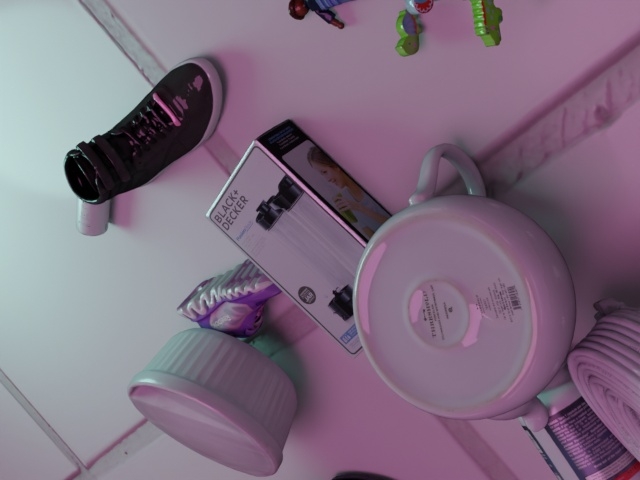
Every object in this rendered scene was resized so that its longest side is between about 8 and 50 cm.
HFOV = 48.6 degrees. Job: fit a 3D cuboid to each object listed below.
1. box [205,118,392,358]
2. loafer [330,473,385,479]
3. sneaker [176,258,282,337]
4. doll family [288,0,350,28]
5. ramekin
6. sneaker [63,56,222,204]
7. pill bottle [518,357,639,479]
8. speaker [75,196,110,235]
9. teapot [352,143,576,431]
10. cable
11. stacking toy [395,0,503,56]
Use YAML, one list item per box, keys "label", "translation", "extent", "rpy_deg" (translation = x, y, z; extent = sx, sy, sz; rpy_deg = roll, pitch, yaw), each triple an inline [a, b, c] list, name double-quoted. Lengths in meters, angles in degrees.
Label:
- label: "box"
  translation: [0.000, 0.000, 0.955]
  extent: [0.290, 0.087, 0.169]
  rpy_deg: [45, 130, 3]
- label: "loafer"
  translation: [0.130, 0.464, 1.132]
  extent: [0.302, 0.095, 0.109]
  rpy_deg: [11, 122, 27]
- label: "sneaker"
  translation: [-0.117, 0.097, 1.090]
  extent: [0.236, 0.095, 0.104]
  rpy_deg: [-25, 108, 44]
- label: "doll family"
  translation: [-0.021, -0.324, 0.794]
  extent: [0.111, 0.076, 0.193]
  rpy_deg: [-15, 110, 32]
- label: "ramekin"
  translation: [-0.160, 0.252, 1.130]
  extent: [0.272, 0.127, 0.273]
  rpy_deg: [21, 148, 14]
- label: "sneaker"
  translation: [-0.256, -0.140, 1.000]
  extent: [0.295, 0.147, 0.105]
  rpy_deg: [-36, 92, 39]
- label: "pill bottle"
  translation: [0.306, 0.219, 0.866]
  extent: [0.108, 0.108, 0.180]
  rpy_deg: [-41, 78, 41]
- label: "speaker"
  translation: [-0.375, -0.075, 1.172]
  extent: [0.055, 0.055, 0.136]
  rpy_deg: [28, 128, 16]
- label: "teapot"
  translation: [0.171, 0.059, 0.782]
  extent: [0.252, 0.187, 0.256]
  rpy_deg: [35, 116, 28]
- label: "cable"
  translation: [0.360, 0.182, 0.697]
  extent: [0.089, 0.257, 0.257]
  rpy_deg: [-37, 87, -1]
- label: "stacking toy"
  translation: [0.088, -0.289, 0.701]
  extent: [0.167, 0.052, 0.221]
  rpy_deg: [23, 138, 66]
